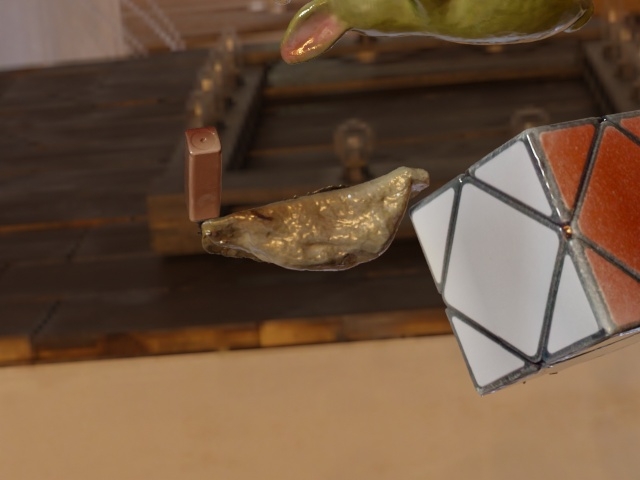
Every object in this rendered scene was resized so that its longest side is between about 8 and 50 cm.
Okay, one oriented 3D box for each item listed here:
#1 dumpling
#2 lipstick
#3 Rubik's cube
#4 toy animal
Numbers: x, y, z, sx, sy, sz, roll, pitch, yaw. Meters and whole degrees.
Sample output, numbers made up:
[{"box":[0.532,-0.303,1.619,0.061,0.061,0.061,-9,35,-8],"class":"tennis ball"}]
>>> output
[{"box":[0.000,0.000,2.130,0.166,0.332,0.086,81,175,-48],"class":"dumpling"},{"box":[-0.152,-0.086,1.969,0.145,0.045,0.045,97,159,-55],"class":"lipstick"},{"box":[0.244,0.009,1.461,0.205,0.205,0.207,-33,75,52],"class":"Rubik's cube"},{"box":[0.084,-0.279,1.487,0.181,0.363,0.180,-73,-21,-45],"class":"toy animal"}]
